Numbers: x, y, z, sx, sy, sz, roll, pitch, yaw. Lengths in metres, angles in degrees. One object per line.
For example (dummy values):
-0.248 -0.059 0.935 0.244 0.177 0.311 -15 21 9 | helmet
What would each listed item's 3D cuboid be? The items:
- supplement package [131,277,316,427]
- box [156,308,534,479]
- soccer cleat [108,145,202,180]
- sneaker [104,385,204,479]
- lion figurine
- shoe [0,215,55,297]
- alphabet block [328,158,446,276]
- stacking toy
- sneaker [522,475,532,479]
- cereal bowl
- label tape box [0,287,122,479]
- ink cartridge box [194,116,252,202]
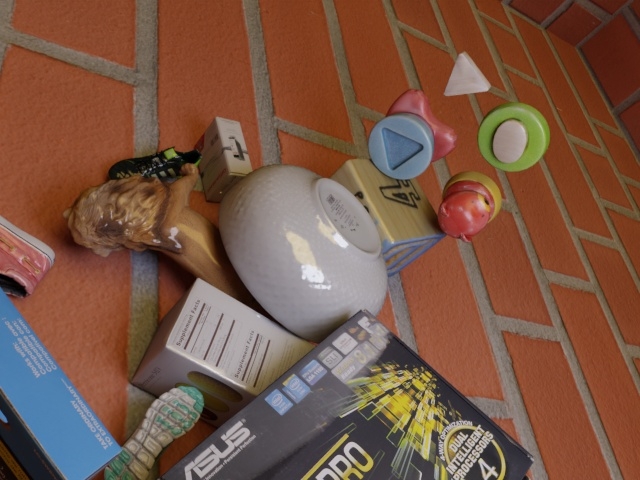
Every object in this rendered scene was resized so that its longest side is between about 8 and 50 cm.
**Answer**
-0.133 0.194 0.950 0.244 0.139 0.133 32 42 -15 | supplement package
0.043 0.305 0.789 0.318 0.097 0.395 40 48 20 | box
-0.296 -0.138 1.124 0.179 0.072 0.060 -17 71 -46 | soccer cleat
-0.228 0.266 0.847 0.065 0.076 0.166 46 58 0 | sneaker
-0.200 0.014 1.024 0.392 0.142 0.240 32 28 -6 | lion figurine
-0.468 0.010 0.869 0.178 0.063 0.081 34 37 -21 | shoe
0.108 -0.039 1.300 0.193 0.192 0.197 -8 64 -46 | alphabet block
0.254 -0.167 1.176 0.309 0.279 0.130 43 39 1 | stacking toy
0.411 0.553 1.173 0.094 0.081 0.208 35 42 -17 | sneaker
0.000 0.000 1.053 0.339 0.141 0.339 38 29 -26 | cereal bowl
-0.332 0.173 0.649 0.240 0.334 0.106 51 41 5 | label tape box
-0.188 -0.153 1.208 0.056 0.099 0.135 6 56 -39 | ink cartridge box
